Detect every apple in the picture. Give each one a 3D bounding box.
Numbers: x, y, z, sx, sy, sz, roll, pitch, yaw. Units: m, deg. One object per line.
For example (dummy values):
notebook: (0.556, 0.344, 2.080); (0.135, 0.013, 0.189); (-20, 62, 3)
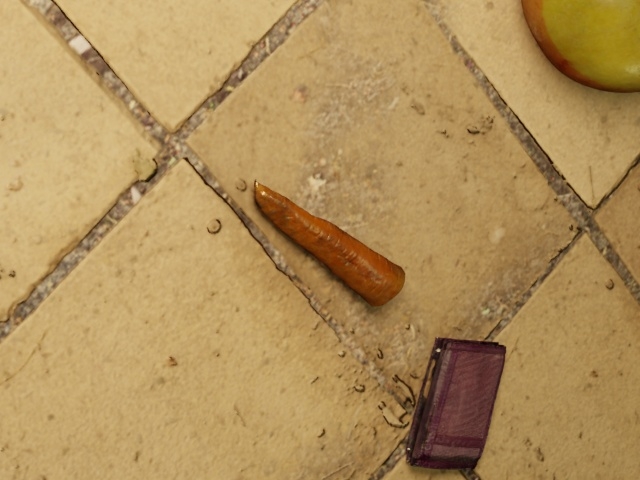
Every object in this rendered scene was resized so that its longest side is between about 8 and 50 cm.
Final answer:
apple: (0.357, -0.289, 1.874); (0.261, 0.194, 0.260); (-9, 107, -29)

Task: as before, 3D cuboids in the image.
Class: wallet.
wallet: (0.172, 0.203, 2.007); (0.111, 0.030, 0.165); (8, 99, -32)

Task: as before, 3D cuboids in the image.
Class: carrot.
carrot: (0.000, 0.000, 1.831); (0.224, 0.057, 0.057); (35, 85, -31)
